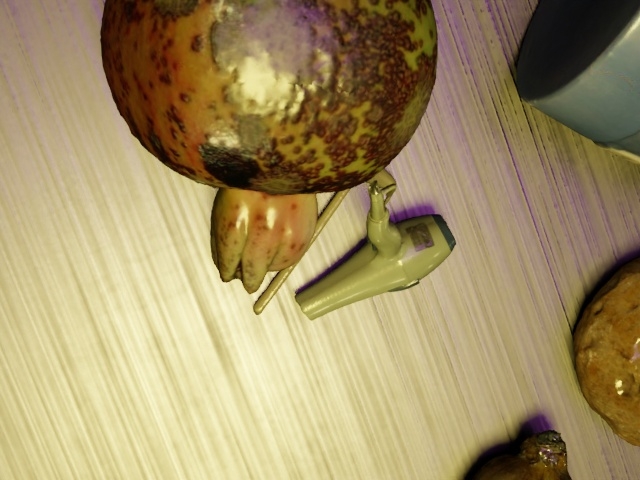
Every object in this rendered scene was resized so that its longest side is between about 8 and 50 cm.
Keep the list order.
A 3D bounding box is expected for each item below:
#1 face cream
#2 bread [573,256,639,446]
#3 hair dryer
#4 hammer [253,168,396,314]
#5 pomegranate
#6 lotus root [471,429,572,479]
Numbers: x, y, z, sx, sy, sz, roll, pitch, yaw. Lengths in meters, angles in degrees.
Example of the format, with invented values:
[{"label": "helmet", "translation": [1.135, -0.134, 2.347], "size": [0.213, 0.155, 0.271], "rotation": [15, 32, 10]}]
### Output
[{"label": "face cream", "translation": [0.341, -0.186, 0.707], "size": [0.225, 0.249, 0.249], "rotation": [24, 89, -12]}, {"label": "bread", "translation": [0.382, 0.116, 0.792], "size": [0.230, 0.123, 0.230], "rotation": [0, 90, -7]}, {"label": "hair dryer", "translation": [0.029, 0.018, 0.712], "size": [0.167, 0.199, 0.067], "rotation": [-36, 66, 16]}, {"label": "hammer", "translation": [0.000, 0.000, 0.778], "size": [0.060, 0.028, 0.195], "rotation": [36, 90, -15]}, {"label": "pomegranate", "translation": [-0.047, -0.109, 0.657], "size": [0.285, 0.285, 0.341], "rotation": [3, 115, -9]}, {"label": "lotus root", "translation": [0.196, 0.287, 0.775], "size": [0.120, 0.120, 0.209], "rotation": [26, 89, -9]}]
